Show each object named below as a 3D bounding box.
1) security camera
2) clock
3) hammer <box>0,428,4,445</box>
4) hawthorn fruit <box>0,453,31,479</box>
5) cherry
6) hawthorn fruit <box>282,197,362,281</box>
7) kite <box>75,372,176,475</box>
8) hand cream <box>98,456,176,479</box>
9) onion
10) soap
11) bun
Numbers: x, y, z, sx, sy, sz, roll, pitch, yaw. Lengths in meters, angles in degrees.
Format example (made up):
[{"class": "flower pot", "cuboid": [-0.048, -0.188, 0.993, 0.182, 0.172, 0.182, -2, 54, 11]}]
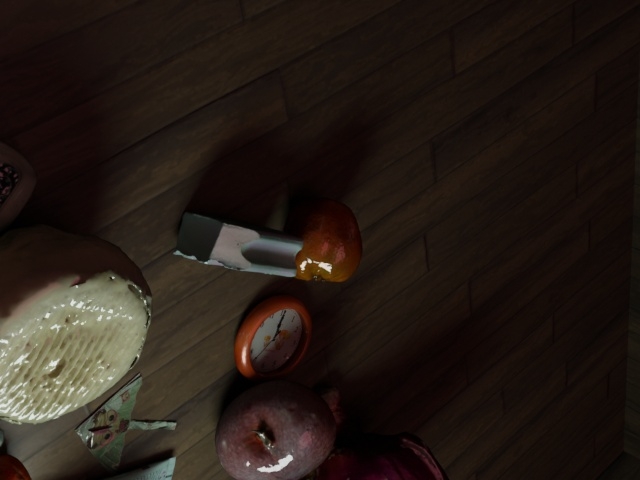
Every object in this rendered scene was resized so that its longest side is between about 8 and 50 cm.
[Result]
[{"class": "security camera", "cuboid": [-0.571, -0.024, 1.604, 0.301, 0.080, 0.157, -56, 140, -4]}, {"class": "clock", "cuboid": [-0.103, 0.215, 2.231, 0.205, 0.051, 0.205, -22, 124, -36]}, {"class": "hammer", "cuboid": [-0.688, 0.350, 1.620, 0.365, 0.111, 0.043, -17, 122, -47]}, {"class": "hawthorn fruit", "cuboid": [-0.574, 0.442, 1.814, 0.128, 0.128, 0.128, -23, 126, -37]}, {"class": "cherry", "cuboid": [-0.089, 0.423, 2.221, 0.261, 0.221, 0.307, -22, 153, 10]}, {"class": "hawthorn fruit", "cuboid": [0.000, 0.000, 2.138, 0.189, 0.189, 0.189, -23, 126, -37]}, {"class": "kite", "cuboid": [-0.384, 0.371, 2.055, 0.250, 0.012, 0.229, 7, 106, -49]}, {"class": "hand cream", "cuboid": [-0.423, 0.507, 2.048, 0.331, 0.058, 0.085, -4, 112, -45]}, {"class": "onion", "cuboid": [0.069, 0.549, 2.422, 0.398, 0.398, 0.420, -36, 93, -28]}, {"class": "soap", "cuboid": [-0.161, 0.007, 2.000, 0.230, 0.145, 0.091, 12, 92, -53]}, {"class": "bun", "cuboid": [-0.460, 0.125, 1.687, 0.360, 0.211, 0.359, -31, 140, -30]}]
